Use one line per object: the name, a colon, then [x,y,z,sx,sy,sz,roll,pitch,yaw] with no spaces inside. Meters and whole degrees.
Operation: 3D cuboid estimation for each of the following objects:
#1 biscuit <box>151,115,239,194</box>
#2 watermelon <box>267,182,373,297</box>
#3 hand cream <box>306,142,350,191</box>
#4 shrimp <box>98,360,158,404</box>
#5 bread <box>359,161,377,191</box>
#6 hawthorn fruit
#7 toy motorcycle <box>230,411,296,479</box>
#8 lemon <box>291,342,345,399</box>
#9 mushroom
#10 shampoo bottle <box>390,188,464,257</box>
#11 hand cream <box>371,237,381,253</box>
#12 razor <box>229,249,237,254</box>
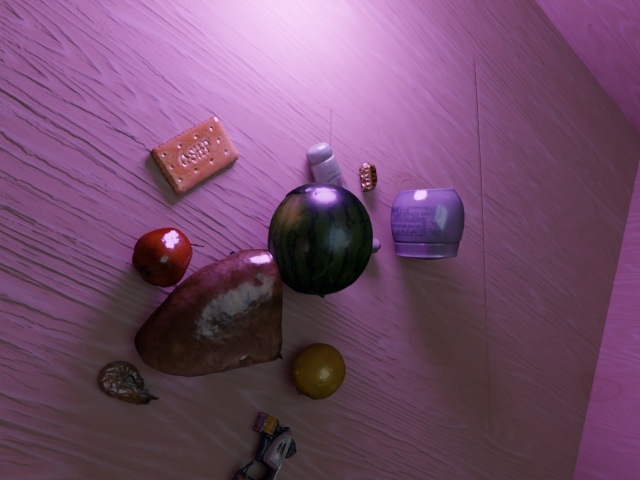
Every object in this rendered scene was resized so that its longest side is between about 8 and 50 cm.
biscuit: [-0.375,-0.262,1.614,0.249,0.030,0.160,-38,107,-31]
watermelon: [0.000,0.000,1.664,0.363,0.363,0.364,3,84,-34]
hand cream: [0.038,-0.192,1.870,0.147,0.093,0.306,-35,115,-30]
shrimp: [-0.525,0.399,1.458,0.180,0.041,0.099,37,52,-25]
bread: [0.180,-0.239,1.979,0.066,0.060,0.111,-6,88,-5]
hawthorn fruit: [-0.426,0.030,1.492,0.163,0.162,0.203,56,46,-18]
toy motorcycle: [-0.175,0.689,1.642,0.157,0.091,0.263,32,67,-20]
lemon: [-0.003,0.425,1.729,0.206,0.173,0.174,-25,100,-45]
mushroom: [-0.310,0.203,1.479,0.397,0.224,0.314,-7,114,-32]
shampoo bottle: [0.400,-0.061,1.985,0.272,0.273,0.267,-4,97,-35]
hand cream: [0.140,0.015,1.937,0.186,0.054,0.087,4,80,-27]
razor: [-0.295,0.122,1.633,0.068,0.037,0.191,44,64,-25]
